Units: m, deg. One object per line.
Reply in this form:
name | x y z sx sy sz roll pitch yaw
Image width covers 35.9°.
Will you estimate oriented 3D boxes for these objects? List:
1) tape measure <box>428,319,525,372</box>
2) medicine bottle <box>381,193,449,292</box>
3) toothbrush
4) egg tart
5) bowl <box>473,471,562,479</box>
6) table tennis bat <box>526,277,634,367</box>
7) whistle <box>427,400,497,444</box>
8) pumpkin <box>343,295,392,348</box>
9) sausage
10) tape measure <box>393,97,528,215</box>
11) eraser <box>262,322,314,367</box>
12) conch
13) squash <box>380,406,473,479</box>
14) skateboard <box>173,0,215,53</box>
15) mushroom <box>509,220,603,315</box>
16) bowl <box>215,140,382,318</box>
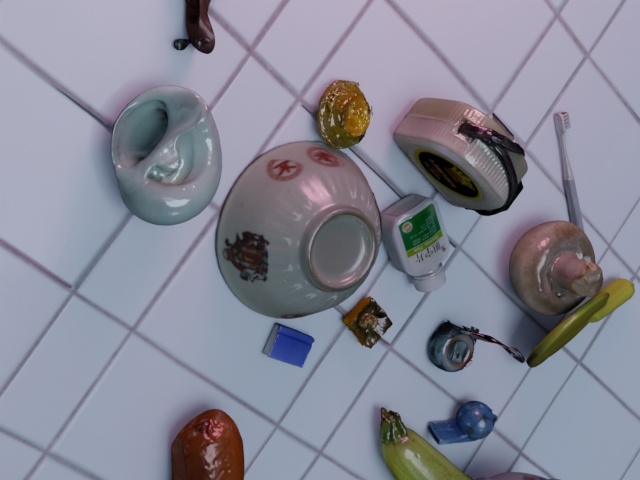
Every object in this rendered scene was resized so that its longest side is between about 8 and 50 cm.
tape measure | 0.312 0.235 2.009 0.104 0.180 0.107 22 90 -51
medicine bottle | 0.190 0.009 1.926 0.119 0.069 0.183 -32 119 -24
toothbrush | 0.544 -0.118 2.142 0.030 0.025 0.342 -26 115 -27
egg tart | 0.049 -0.228 1.779 0.130 0.052 0.130 -9 104 -40
bowl | 0.363 0.603 2.087 0.157 0.345 0.345 41 80 -9
table tennis bat | 0.582 0.168 2.180 0.368 0.054 0.224 -26 155 -37
whistle | 0.314 0.383 2.098 0.158 0.090 0.090 2 102 -32
pumpkin | 0.093 0.158 1.916 0.074 0.054 0.083 -48 118 -18
sausage | -0.199 0.427 1.763 0.133 0.133 0.258 -2 103 -32
tape measure | 0.293 -0.148 1.849 0.133 0.231 0.271 -51 123 -13
eraser | -0.059 0.196 1.845 0.084 0.027 0.063 24 89 -34
conch | -0.248 -0.135 1.578 0.185 0.121 0.221 13 89 -30
squash | 0.186 0.463 2.036 0.287 0.137 0.137 44 78 -21
skateboard | -0.187 -0.377 1.591 0.080 0.067 0.151 -8 103 -40
mushroom | 0.503 0.062 2.060 0.204 0.204 0.204 -9 108 -30
bowl | 0.000 0.000 1.751 0.337 0.157 0.337 -10 109 -31
